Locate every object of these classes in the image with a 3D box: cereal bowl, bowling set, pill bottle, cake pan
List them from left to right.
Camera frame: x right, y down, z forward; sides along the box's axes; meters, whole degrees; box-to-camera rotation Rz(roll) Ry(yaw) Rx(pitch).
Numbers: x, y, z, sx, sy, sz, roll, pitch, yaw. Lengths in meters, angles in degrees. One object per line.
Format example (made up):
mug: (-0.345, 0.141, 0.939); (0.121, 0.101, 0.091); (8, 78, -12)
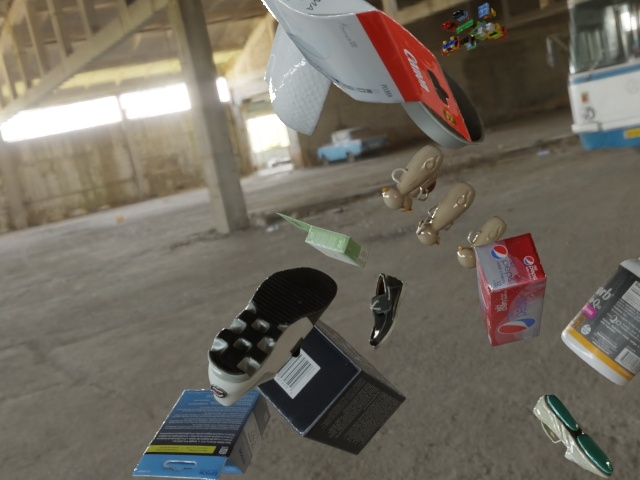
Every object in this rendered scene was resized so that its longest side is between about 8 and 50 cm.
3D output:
cereal bowl: (-0.037, -0.410, 1.733); (0.141, 0.338, 0.339); (15, 6, -5)
bowling set: (0.232, -0.065, 1.657); (0.154, 0.287, 0.200); (-48, 18, -6)
cake pan: (0.285, -0.338, 1.920); (0.054, 0.293, 0.293); (-40, -9, 34)
pill bottle: (0.630, 0.139, 1.570); (0.278, 0.162, 0.162); (-53, 3, 9)

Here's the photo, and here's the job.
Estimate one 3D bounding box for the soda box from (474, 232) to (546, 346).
soda box: (0.312, 0.088, 1.292); (0.092, 0.083, 0.263); (-14, -28, 6)

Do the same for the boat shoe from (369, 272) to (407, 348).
boat shoe: (0.156, 0.180, 2.012); (0.084, 0.079, 0.233); (-48, 14, 44)

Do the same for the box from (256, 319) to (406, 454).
box: (0.002, 0.352, 2.003); (0.212, 0.293, 0.395); (-48, -30, -2)

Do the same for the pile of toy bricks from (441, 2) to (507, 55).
pile of toy bricks: (0.443, -0.591, 2.219); (0.105, 0.118, 0.212); (8, -14, -33)

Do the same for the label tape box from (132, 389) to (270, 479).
label tape box: (-0.311, 0.549, 2.121); (0.249, 0.115, 0.347); (-4, 28, 18)

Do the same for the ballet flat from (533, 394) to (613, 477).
ballet flat: (0.420, 0.334, 1.314); (0.057, 0.168, 0.052); (5, -50, -41)

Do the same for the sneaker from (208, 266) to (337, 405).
sneaker: (-0.094, 0.173, 1.442); (0.122, 0.146, 0.330); (33, 47, 20)

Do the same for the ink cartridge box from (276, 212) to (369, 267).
ink cartridge box: (0.000, 0.000, 2.169); (0.235, 0.056, 0.171); (17, -8, 25)

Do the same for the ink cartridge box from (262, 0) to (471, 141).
ink cartridge box: (0.070, -0.311, 1.347); (0.091, 0.385, 0.308); (-46, -27, 1)
